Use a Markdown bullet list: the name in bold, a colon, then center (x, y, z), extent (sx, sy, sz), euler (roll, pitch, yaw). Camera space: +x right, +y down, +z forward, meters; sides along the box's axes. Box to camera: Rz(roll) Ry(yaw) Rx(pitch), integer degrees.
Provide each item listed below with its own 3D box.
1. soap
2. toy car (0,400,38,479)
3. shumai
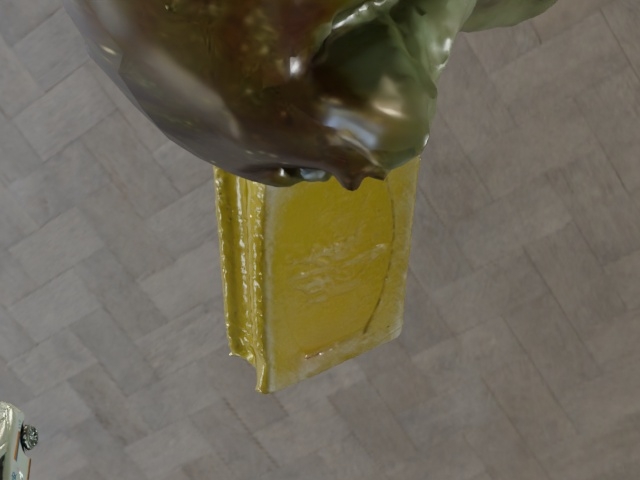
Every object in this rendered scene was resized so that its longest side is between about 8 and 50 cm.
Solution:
- **soap**: center (0.000, 0.000, 0.901), extent (0.091, 0.199, 0.315), euler (47, 147, 38)
- **toy car**: center (-0.334, 0.257, 0.866), extent (0.095, 0.205, 0.056), euler (-10, 151, 9)
- **shumai**: center (0.018, -0.193, 0.457), extent (0.324, 0.323, 0.397), euler (30, 155, -2)
